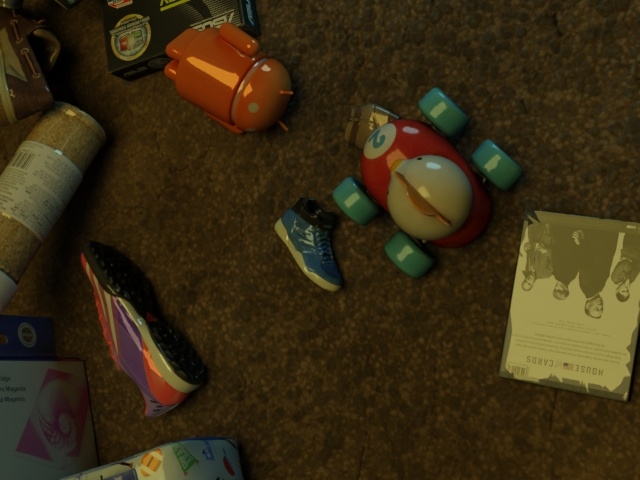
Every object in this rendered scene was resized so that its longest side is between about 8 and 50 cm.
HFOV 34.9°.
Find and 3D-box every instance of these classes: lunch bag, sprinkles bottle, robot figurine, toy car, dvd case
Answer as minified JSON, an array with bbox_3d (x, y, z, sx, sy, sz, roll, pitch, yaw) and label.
[{"bbox_3d":[-0.279,0.381,1.527,0.303,0.243,0.115,-22,74,20],"label":"lunch bag"},{"bbox_3d":[-0.486,-0.058,1.673,0.121,0.121,0.355,14,65,26],"label":"sprinkles bottle"},{"bbox_3d":[-0.138,-0.251,1.592,0.219,0.128,0.158,30,101,13],"label":"robot figurine"},{"bbox_3d":[0.134,-0.075,1.374,0.210,0.238,0.219,46,101,6],"label":"toy car"},{"bbox_3d":[0.348,0.085,1.386,0.179,0.029,0.239,9,88,26],"label":"dvd case"}]

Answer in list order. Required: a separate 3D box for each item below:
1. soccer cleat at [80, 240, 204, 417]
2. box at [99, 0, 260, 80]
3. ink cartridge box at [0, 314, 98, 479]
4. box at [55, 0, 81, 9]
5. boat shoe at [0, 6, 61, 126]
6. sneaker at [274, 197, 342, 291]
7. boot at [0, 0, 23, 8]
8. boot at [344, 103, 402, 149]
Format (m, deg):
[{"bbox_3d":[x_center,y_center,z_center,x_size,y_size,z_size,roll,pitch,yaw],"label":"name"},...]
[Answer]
[{"bbox_3d":[-0.316,0.139,1.654,0.116,0.108,0.318,-45,70,18],"label":"soccer cleat"},{"bbox_3d":[-0.244,-0.411,1.709,0.270,0.060,0.216,-14,77,23],"label":"box"},{"bbox_3d":[-0.483,0.265,1.591,0.071,0.324,0.330,-17,77,23],"label":"ink cartridge box"},{"bbox_3d":[-0.341,-0.574,1.720,0.322,0.079,0.257,-29,49,20],"label":"box"},{"bbox_3d":[-0.509,-0.322,1.761,0.123,0.123,0.342,-14,40,-5],"label":"boat shoe"},{"bbox_3d":[-0.001,0.000,1.544,0.084,0.058,0.152,-49,60,22],"label":"sneaker"},{"bbox_3d":[-0.508,-0.492,1.693,0.076,0.189,0.209,19,97,-15],"label":"boot"},{"bbox_3d":[0.076,-0.148,1.541,0.087,0.042,0.118,12,88,32],"label":"boot"}]
